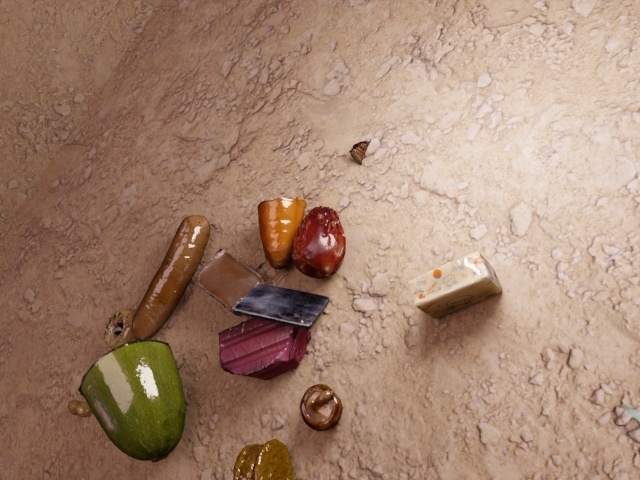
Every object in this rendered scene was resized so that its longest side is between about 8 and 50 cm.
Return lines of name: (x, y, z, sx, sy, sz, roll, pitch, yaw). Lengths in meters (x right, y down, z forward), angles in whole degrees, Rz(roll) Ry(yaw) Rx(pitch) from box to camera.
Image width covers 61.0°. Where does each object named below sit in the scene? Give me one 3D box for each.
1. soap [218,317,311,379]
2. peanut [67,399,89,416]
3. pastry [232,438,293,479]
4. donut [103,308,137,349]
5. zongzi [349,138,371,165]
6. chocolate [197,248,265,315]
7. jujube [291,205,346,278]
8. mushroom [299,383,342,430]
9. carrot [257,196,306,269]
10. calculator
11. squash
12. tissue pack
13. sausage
soap: (-0.166, 0.318, 1.627, 0.289, 0.112, 0.182, -27, 57, 21)
peanut: (-0.896, 0.624, 2.016, 0.113, 0.054, 0.053, 6, 73, 35)
pastry: (-0.151, 0.628, 1.440, 0.103, 0.189, 0.188, -16, 61, 24)
donut: (-0.744, 0.334, 2.033, 0.175, 0.068, 0.174, -14, 63, 29)
zongzi: (0.133, -0.299, 1.748, 0.074, 0.067, 0.083, -27, 39, 29)
chocolate: (-0.288, 0.151, 1.802, 0.161, 0.083, 0.261, -45, 54, -15)
jujube: (0.000, 0.000, 1.646, 0.168, 0.168, 0.236, -13, 47, 29)
mushroom: (-0.001, 0.453, 1.472, 0.127, 0.087, 0.127, -15, 58, 26)
carrot: (-0.122, -0.019, 1.740, 0.159, 0.159, 0.224, -10, 74, 30)
calculator: (-0.114, 0.191, 1.615, 0.262, 0.021, 0.161, 10, 31, 22)
squash: (-0.543, 0.515, 1.679, 0.310, 0.310, 0.309, -47, 57, 7)
tissue pack: (0.338, 0.115, 1.361, 0.196, 0.148, 0.092, -28, 59, 21)
sausage: (-0.534, 0.134, 1.949, 0.136, 0.123, 0.500, 20, 82, 40)
